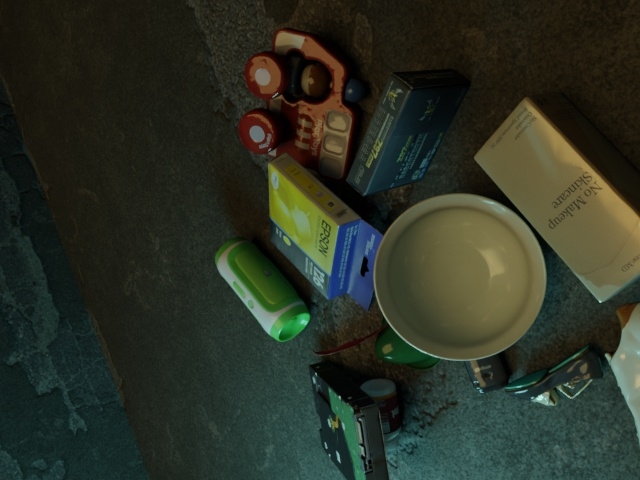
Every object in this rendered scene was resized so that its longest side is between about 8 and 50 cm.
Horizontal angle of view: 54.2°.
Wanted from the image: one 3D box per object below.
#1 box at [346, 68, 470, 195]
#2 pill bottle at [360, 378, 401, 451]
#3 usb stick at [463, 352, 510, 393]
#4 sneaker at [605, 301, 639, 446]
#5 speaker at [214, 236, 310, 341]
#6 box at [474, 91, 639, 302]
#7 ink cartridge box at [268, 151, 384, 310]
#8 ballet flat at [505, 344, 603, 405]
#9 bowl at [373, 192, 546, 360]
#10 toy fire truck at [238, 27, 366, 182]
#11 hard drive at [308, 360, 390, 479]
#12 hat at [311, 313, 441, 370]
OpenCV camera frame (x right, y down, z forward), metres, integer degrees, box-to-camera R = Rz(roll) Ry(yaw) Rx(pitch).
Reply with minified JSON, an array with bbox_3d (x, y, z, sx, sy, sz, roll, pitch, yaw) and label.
[{"bbox_3d":[0.163,-0.203,1.170,0.059,0.183,0.233,45,131,28],"label":"box"},{"bbox_3d":[0.143,0.409,1.465,0.086,0.086,0.152,2,105,47],"label":"pill bottle"},{"bbox_3d":[0.293,0.162,1.238,0.077,0.045,0.278,-22,86,10],"label":"usb stick"},{"bbox_3d":[0.527,0.235,0.999,0.123,0.105,0.290,12,109,63],"label":"sneaker"},{"bbox_3d":[-0.157,0.126,1.666,0.296,0.131,0.131,47,132,26],"label":"speaker"},{"bbox_3d":[0.410,-0.074,0.989,0.311,0.121,0.148,54,134,21],"label":"box"},{"bbox_3d":[0.000,0.000,1.410,0.307,0.072,0.304,45,153,24],"label":"ink cartridge box"},{"bbox_3d":[0.422,0.259,1.128,0.203,0.074,0.074,-44,70,43],"label":"ballet flat"},{"bbox_3d":[0.252,0.063,1.155,0.297,0.134,0.298,0,90,11],"label":"bowl"},{"bbox_3d":[-0.026,-0.300,1.385,0.253,0.169,0.302,19,119,16],"label":"toy fire truck"},{"bbox_3d":[0.064,0.444,1.483,0.339,0.064,0.237,-164,63,-72],"label":"hard drive"},{"bbox_3d":[0.138,0.230,1.337,0.173,0.183,0.208,56,136,18],"label":"hat"}]
